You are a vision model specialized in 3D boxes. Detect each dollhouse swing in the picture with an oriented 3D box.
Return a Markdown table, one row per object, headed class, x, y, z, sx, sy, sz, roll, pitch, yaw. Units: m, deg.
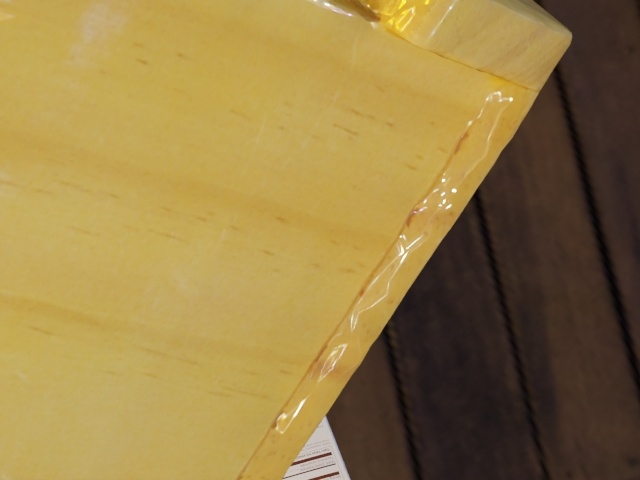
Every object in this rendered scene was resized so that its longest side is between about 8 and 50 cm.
| class | x | y | z | sx | sy | sz | roll | pitch | yaw |
| --- | --- | --- | --- | --- | --- | --- | --- | --- | --- |
| dollhouse swing | -0.128 | -0.029 | 0.687 | 0.305 | 0.315 | 0.347 | 20 | 111 | -38 |

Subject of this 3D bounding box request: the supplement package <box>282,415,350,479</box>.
| class | x | y | z | sx | sy | sz | roll | pitch | yaw |
| --- | --- | --- | --- | --- | --- | --- | --- | --- | --- |
| supplement package | -0.048 | 0.223 | 1.174 | 0.149 | 0.194 | 0.203 | -16 | 51 | -9 |
